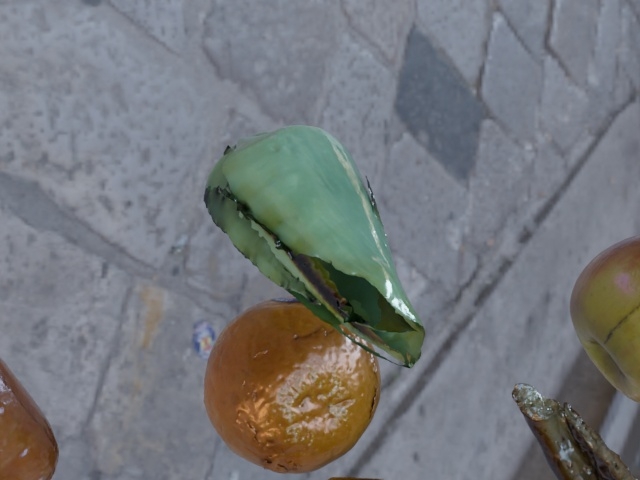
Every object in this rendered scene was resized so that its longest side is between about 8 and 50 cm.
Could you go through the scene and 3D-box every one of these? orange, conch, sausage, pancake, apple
[{"bbox_3d":[-0.036,0.176,1.260,0.219,0.193,0.219,6,79,-31],"label":"orange"},{"bbox_3d":[-0.017,-0.006,0.845,0.251,0.137,0.144,-113,-173,-51],"label":"conch"},{"bbox_3d":[-0.232,0.091,0.634,0.198,0.076,0.076,60,43,-30],"label":"sausage"},{"bbox_3d":[0.331,0.303,1.220,0.056,0.257,0.212,-31,139,-8],"label":"pancake"},{"bbox_3d":[0.538,0.121,1.617,0.233,0.286,0.286,-33,132,-4],"label":"apple"}]

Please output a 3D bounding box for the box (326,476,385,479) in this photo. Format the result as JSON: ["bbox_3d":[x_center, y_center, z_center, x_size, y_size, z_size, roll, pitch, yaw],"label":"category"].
[{"bbox_3d":[-0.022,0.354,1.005,0.274,0.076,0.174,-8,90,-57],"label":"box"}]
